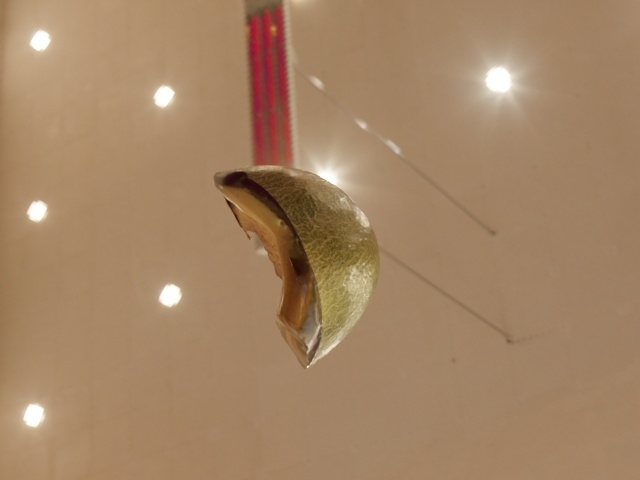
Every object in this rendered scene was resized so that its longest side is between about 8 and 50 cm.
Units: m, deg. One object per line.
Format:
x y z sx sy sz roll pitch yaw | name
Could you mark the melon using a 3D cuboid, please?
0.000 0.000 0.923 0.079 0.128 0.160 -30 -95 49 | melon
